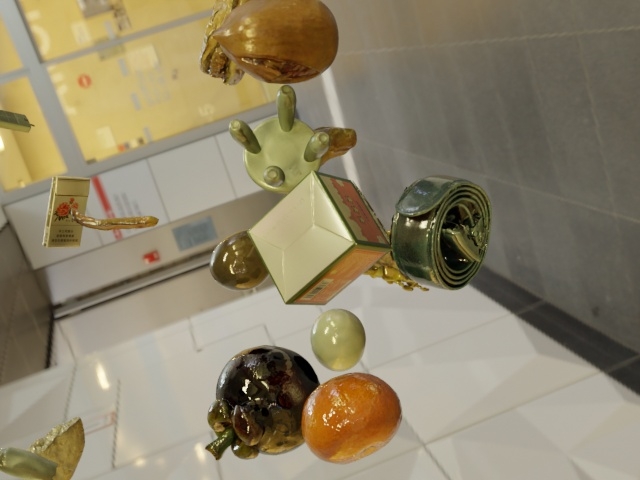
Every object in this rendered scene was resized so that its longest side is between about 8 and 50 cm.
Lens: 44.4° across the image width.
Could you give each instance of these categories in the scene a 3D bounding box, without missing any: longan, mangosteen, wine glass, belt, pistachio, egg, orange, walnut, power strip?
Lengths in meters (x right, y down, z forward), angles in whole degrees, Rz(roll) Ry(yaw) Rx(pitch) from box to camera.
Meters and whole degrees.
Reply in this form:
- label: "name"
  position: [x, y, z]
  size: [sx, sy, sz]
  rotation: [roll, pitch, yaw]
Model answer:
- label: "longan"
  position: [-0.220, 0.059, 2.188]
  size: [0.189, 0.189, 0.189]
  rotation: [160, 90, -82]
- label: "mangosteen"
  position: [-0.139, 0.414, 2.014]
  size: [0.297, 0.296, 0.313]
  rotation: [69, -164, 4]
- label: "wine glass"
  position: [-0.715, 0.490, 1.761]
  size: [0.262, 0.074, 0.074]
  rotation: [26, -170, -22]
- label: "belt"
  position: [0.224, -0.017, 1.432]
  size: [0.267, 0.116, 0.207]
  rotation: [17, -93, -55]
- label: "pistachio"
  position: [0.005, -0.261, 2.137]
  size: [0.100, 0.189, 0.110]
  rotation: [49, -168, -44]
- label: "egg"
  position: [0.047, 0.273, 2.109]
  size: [0.209, 0.151, 0.151]
  rotation: [90, 159, -50]
- label: "orange"
  position: [0.064, 0.363, 1.634]
  size: [0.170, 0.224, 0.224]
  rotation: [59, 168, 26]
- label: "walnut"
  position: [-0.101, -0.452, 1.746]
  size: [0.203, 0.297, 0.203]
  rotation: [178, 90, -67]
- label: "power strip"
  position: [-0.665, -0.255, 1.648]
  size: [0.019, 0.136, 0.051]
  rotation: [-55, 52, 24]

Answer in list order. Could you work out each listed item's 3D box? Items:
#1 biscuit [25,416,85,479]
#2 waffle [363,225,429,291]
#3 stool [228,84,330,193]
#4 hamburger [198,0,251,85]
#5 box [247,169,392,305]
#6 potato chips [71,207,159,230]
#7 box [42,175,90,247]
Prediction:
- label: "biscuit"
  position: [-0.680, 0.564, 1.971]
  size: [0.040, 0.266, 0.188]
  rotation: [16, 162, 31]
- label: "waffle"
  position: [0.122, 0.022, 1.714]
  size: [0.262, 0.280, 0.060]
  rotation: [44, 123, 43]
- label: "stool"
  position: [-0.094, -0.223, 1.843]
  size: [0.195, 0.195, 0.199]
  rotation: [54, 176, 7]
- label: "hamburger"
  position: [-0.239, -0.564, 2.115]
  size: [0.259, 0.144, 0.283]
  rotation: [146, 143, -71]
- label: "box"
  position: [0.000, 0.000, 1.505]
  size: [0.148, 0.195, 0.178]
  rotation: [8, -134, -54]
- label: "potato chips"
  position: [-0.405, -0.038, 1.527]
  size: [0.026, 0.203, 0.037]
  rotation: [43, -124, -58]
- label: "box"
  position: [-0.698, -0.078, 2.157]
  size: [0.029, 0.109, 0.199]
  rotation: [19, 102, 35]
